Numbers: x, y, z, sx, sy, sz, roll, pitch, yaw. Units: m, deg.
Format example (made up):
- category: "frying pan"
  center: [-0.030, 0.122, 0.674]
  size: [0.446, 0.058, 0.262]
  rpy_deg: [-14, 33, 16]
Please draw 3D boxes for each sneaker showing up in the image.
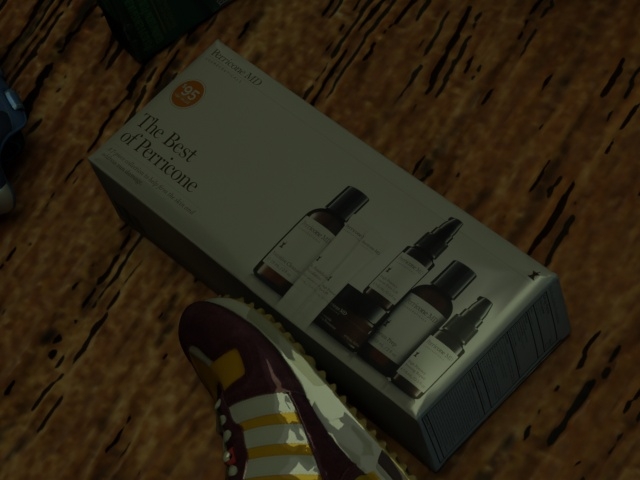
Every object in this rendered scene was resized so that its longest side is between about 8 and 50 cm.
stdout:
- category: "sneaker"
  center: [-0.191, -0.072, 0.994]
  size: [0.059, 0.053, 0.144]
  rpy_deg: [10, 59, -17]
- category: "sneaker"
  center: [-0.025, 0.100, 0.824]
  size: [0.084, 0.069, 0.185]
  rpy_deg: [-36, 54, -16]

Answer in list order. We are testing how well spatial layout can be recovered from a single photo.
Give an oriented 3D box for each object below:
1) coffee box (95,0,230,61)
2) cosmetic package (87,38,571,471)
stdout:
- category: "coffee box"
  center: [-0.050, -0.192, 1.002]
  size: [0.184, 0.113, 0.040]
  rpy_deg: [-35, 54, -11]
- category: "cosmetic package"
  center: [0.000, 0.000, 0.890]
  size: [0.099, 0.060, 0.239]
  rpy_deg: [-44, 57, -16]
